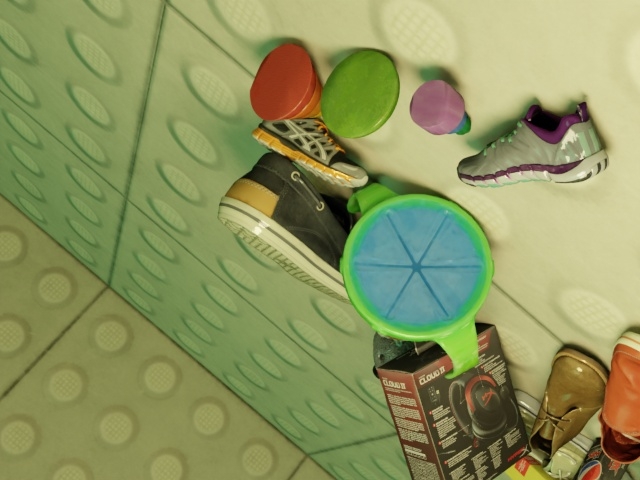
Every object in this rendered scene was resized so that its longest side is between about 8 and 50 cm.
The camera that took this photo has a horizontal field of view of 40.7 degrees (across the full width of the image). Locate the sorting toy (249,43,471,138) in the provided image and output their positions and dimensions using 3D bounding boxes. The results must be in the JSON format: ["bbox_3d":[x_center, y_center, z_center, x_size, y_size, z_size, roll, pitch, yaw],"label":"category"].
[{"bbox_3d":[0.066,-0.195,1.254,0.365,0.127,0.126,16,176,39],"label":"sorting toy"}]

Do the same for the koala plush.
[{"bbox_3d":[0.190,0.256,1.781,0.221,0.203,0.196,52,176,28],"label":"koala plush"}]

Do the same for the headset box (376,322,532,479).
[{"bbox_3d":[0.244,0.298,1.583,0.110,0.218,0.293,-3,108,56],"label":"headset box"}]

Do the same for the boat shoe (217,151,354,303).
[{"bbox_3d":[0.000,0.000,1.578,0.187,0.156,0.500,21,168,36],"label":"boat shoe"}]

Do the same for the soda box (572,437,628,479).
[{"bbox_3d":[0.509,0.447,1.601,0.060,0.169,0.053,44,155,-8],"label":"soda box"}]

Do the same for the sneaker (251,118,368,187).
[{"bbox_3d":[-0.010,-0.156,1.415,0.215,0.083,0.084,30,176,16],"label":"sneaker"}]

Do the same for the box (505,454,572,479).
[{"bbox_3d":[0.442,0.478,1.759,0.087,0.058,0.232,14,-166,-26],"label":"box"}]

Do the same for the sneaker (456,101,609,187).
[{"bbox_3d":[0.261,-0.126,1.103,0.224,0.083,0.098,0,114,50],"label":"sneaker"}]

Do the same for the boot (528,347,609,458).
[{"bbox_3d":[0.433,0.296,1.521,0.112,0.115,0.305,31,154,25],"label":"boot"}]

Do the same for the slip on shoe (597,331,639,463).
[{"bbox_3d":[0.500,0.257,1.367,0.123,0.101,0.331,28,153,29],"label":"slip on shoe"}]

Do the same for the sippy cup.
[{"bbox_3d":[0.150,0.067,1.424,0.240,0.305,0.224,6,164,2],"label":"sippy cup"}]

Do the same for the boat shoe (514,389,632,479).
[{"bbox_3d":[0.471,0.421,1.706,0.302,0.094,0.109,36,156,9],"label":"boat shoe"}]
